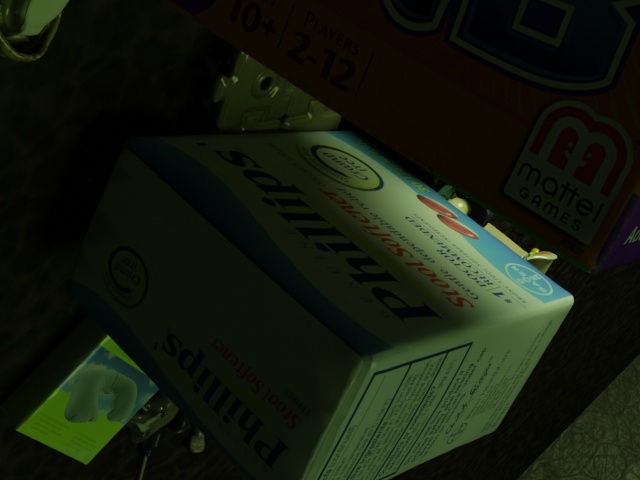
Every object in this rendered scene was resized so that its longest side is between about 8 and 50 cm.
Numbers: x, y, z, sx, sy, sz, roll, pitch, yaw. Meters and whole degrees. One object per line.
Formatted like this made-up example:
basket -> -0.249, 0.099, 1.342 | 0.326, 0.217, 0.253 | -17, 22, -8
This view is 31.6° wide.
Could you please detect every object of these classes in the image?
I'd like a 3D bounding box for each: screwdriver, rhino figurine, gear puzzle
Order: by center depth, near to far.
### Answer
gear puzzle -> -0.044, -0.118, 0.947 | 0.175, 0.044, 0.339 | -17, 139, -45
rhino figurine -> -0.125, 0.157, 1.169 | 0.243, 0.073, 0.106 | -1, 112, -57
screwdriver -> -0.195, 0.245, 1.252 | 0.025, 0.024, 0.170 | -65, 177, -48

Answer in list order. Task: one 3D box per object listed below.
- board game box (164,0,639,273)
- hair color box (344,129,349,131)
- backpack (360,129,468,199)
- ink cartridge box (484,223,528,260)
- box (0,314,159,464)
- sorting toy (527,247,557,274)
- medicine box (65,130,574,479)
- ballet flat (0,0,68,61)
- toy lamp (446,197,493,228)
board game box -> 0.172, -0.238, 0.698 | 0.356, 0.356, 0.356 | -9, 128, -54
hair color box -> 0.012, -0.014, 1.127 | 0.093, 0.053, 0.167 | 34, 100, -37
backpack -> 0.119, -0.106, 1.081 | 0.115, 0.152, 0.182 | -15, 174, 38
ink cartridge box -> 0.165, 0.109, 1.555 | 0.235, 0.088, 0.193 | -35, 151, -23
box -> -0.188, 0.112, 1.020 | 0.178, 0.042, 0.109 | -46, 142, -2
sorting toy -> 0.317, 0.047, 1.771 | 0.075, 0.045, 0.083 | -6, 134, -45
medicine box -> 0.004, 0.044, 0.885 | 0.289, 0.263, 0.149 | -8, 131, -52
ballet flat -> -0.149, -0.189, 0.631 | 0.073, 0.067, 0.206 | -18, 142, -47
toy lamp -> 0.123, -0.014, 1.300 | 0.275, 0.080, 0.080 | -31, 151, -42
